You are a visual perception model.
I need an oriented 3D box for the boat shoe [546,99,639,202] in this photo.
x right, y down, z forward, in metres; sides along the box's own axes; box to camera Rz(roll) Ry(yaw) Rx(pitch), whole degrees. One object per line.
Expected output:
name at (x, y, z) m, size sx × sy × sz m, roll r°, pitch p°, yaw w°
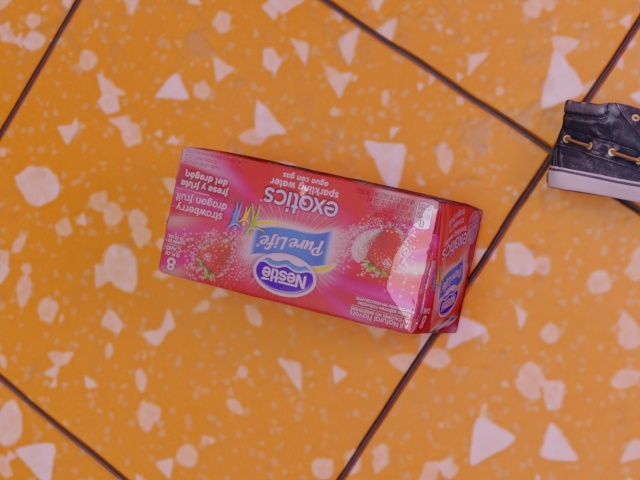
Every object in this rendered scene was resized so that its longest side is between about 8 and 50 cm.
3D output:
boat shoe at (0.285, -0.072, 1.527) m, size 0.183 × 0.065 × 0.083 m, roll 11°, pitch 93°, yaw 24°

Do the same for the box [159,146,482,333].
box at (0.000, 0.000, 1.611) m, size 0.257 × 0.128 × 0.122 m, roll 13°, pitch 93°, yaw 22°
